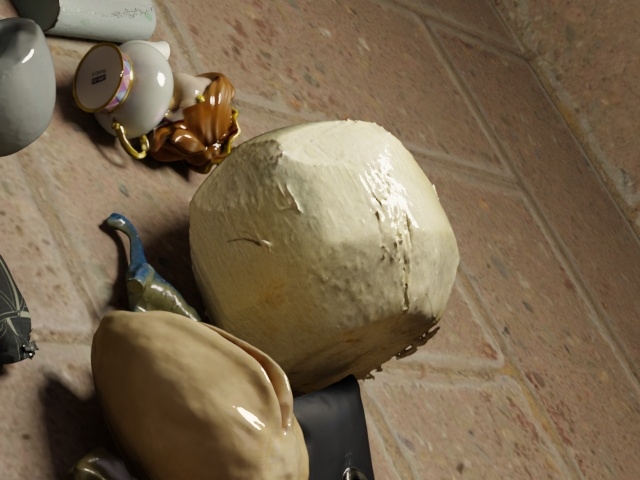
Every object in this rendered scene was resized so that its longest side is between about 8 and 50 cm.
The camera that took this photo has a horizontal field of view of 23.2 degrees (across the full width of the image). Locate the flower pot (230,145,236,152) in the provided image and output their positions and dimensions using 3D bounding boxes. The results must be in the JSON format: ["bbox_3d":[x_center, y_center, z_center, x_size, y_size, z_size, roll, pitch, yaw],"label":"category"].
[{"bbox_3d":[-0.034,-0.078,2.418,0.251,0.084,0.179,16,41,-49],"label":"flower pot"}]

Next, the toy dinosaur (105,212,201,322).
[{"bbox_3d":[-0.188,0.075,1.990,0.248,0.075,0.188,37,22,-12],"label":"toy dinosaur"}]

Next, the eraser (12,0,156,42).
[{"bbox_3d":[-0.360,-0.372,2.302,0.227,0.081,0.174,-3,60,-60],"label":"eraser"}]

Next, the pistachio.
[{"bbox_3d":[-0.138,0.200,1.737,0.318,0.214,0.193,42,11,28],"label":"pistachio"}]

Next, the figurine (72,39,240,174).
[{"bbox_3d":[-0.221,-0.191,2.216,0.263,0.142,0.189,21,69,-47],"label":"figurine"}]

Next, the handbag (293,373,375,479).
[{"bbox_3d":[0.002,0.287,1.923,0.254,0.089,0.211,-11,93,-64],"label":"handbag"}]

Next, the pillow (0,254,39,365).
[{"bbox_3d":[-0.418,-0.002,1.695,0.335,0.092,0.161,56,21,11],"label":"pillow"}]

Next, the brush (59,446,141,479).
[{"bbox_3d":[-0.164,0.350,1.661,0.301,0.071,0.084,53,22,-6],"label":"brush"}]

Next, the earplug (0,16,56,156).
[{"bbox_3d":[-0.447,-0.197,1.820,0.325,0.214,0.175,9,83,-54],"label":"earplug"}]

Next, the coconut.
[{"bbox_3d":[0.000,0.000,2.074,0.346,0.346,0.360,12,49,-52],"label":"coconut"}]
